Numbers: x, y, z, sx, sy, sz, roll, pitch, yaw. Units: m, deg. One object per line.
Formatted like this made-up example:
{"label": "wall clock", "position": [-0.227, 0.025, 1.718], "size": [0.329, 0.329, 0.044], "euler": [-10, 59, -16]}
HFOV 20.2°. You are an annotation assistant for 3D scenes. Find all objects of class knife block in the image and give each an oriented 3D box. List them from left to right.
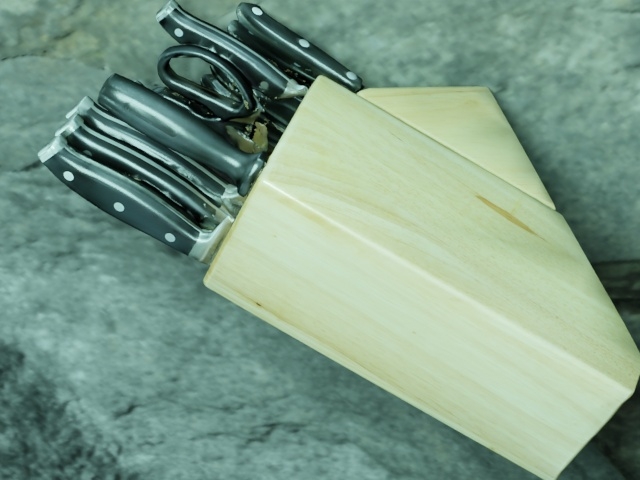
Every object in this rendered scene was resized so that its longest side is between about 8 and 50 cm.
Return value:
{"label": "knife block", "position": [0.000, 0.000, 0.912], "size": [0.242, 0.276, 0.088], "euler": [-6, 145, -31]}
